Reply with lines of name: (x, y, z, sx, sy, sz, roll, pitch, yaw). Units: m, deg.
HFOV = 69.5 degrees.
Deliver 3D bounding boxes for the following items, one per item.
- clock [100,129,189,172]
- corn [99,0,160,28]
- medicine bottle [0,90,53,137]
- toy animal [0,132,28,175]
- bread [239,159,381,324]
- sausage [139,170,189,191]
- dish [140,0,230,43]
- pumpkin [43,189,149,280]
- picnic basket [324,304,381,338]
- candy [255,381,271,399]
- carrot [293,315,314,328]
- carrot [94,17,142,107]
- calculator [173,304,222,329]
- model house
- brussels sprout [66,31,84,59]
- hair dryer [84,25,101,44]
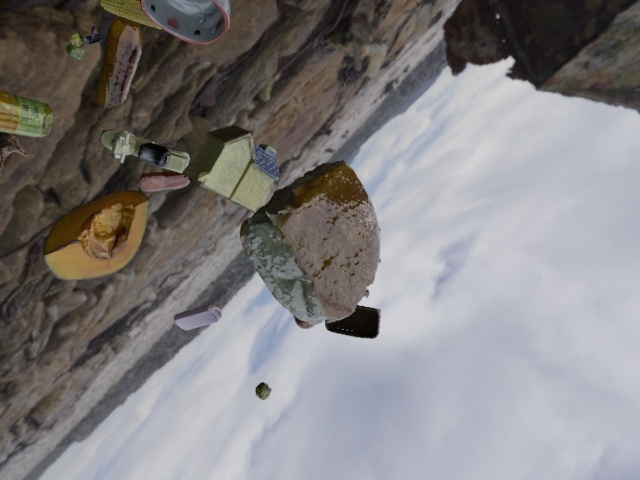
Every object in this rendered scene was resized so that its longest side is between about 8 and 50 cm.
clock: (-0.759, -0.388, 1.984, 0.276, 0.379, 0.120, -132, -123, -68)
corn: (-0.742, -0.913, 1.824, 0.081, 0.248, 0.081, -164, -90, -77)
medicine bottle: (-0.930, -0.379, 1.373, 0.124, 0.124, 0.239, -41, 154, 32)
toy animal: (-1.200, -0.341, 1.750, 0.114, 0.255, 0.116, -21, 142, -13)
bread: (0.000, 0.000, 0.887, 0.225, 0.250, 0.279, -19, -161, 50)
sausage: (-0.763, -0.293, 2.253, 0.300, 0.083, 0.089, -17, 137, -57)
dish: (-0.381, -0.701, 1.335, 0.256, 0.256, 0.117, 153, -53, -65)
pumpkin: (-0.619, -0.015, 1.320, 0.312, 0.148, 0.169, -32, 140, -16)
picnic basket: (0.111, 0.261, 1.528, 0.193, 0.110, 0.055, 6, -175, 26)
candy: (-0.123, 0.346, 1.040, 0.035, 0.035, 0.123, -57, 165, -22)
carrot: (-0.061, 0.324, 2.061, 0.159, 0.159, 0.225, -43, -164, 20)
carrot: (-0.679, -0.591, 1.554, 0.302, 0.114, 0.114, -59, 180, 31)
calculator: (-0.443, 0.279, 1.660, 0.175, 0.100, 0.032, -15, -126, 3)
model house: (-0.322, -0.281, 1.756, 0.261, 0.321, 0.266, 31, -88, 48)
brussels sprout: (-0.708, -0.561, 1.336, 0.051, 0.046, 0.083, -23, -124, 19)
hair dryer: (-0.738, -0.671, 1.499, 0.047, 0.026, 0.083, -34, -175, -30)
